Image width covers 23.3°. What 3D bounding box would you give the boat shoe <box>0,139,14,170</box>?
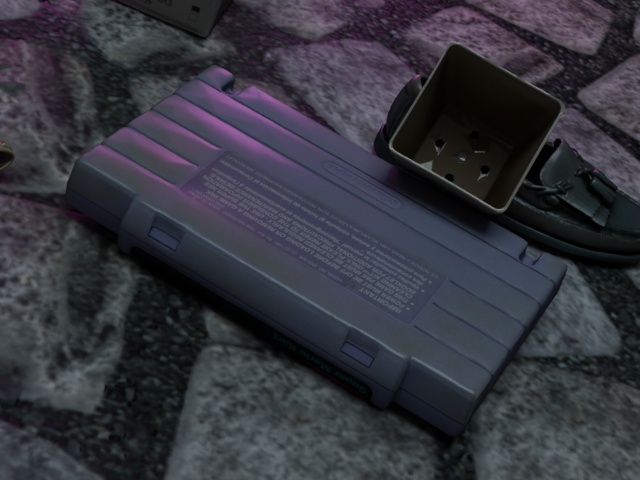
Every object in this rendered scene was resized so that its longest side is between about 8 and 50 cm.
[{"bbox_3d":[-0.288,-0.049,1.142,0.048,0.056,0.153,28,28,16],"label":"boat shoe"}]

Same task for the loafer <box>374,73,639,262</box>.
[{"bbox_3d":[0.182,-0.063,1.382,0.267,0.084,0.096,22,33,0],"label":"loafer"}]

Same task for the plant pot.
[{"bbox_3d":[0.125,-0.082,1.299,0.109,0.096,0.109,30,79,5],"label":"plant pot"}]

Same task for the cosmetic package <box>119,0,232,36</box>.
[{"bbox_3d":[-0.105,-0.344,1.542,0.129,0.153,0.296,24,34,1],"label":"cosmetic package"}]

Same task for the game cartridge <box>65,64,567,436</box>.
[{"bbox_3d":[0.000,0.000,1.229,0.355,0.068,0.230,31,40,11],"label":"game cartridge"}]
